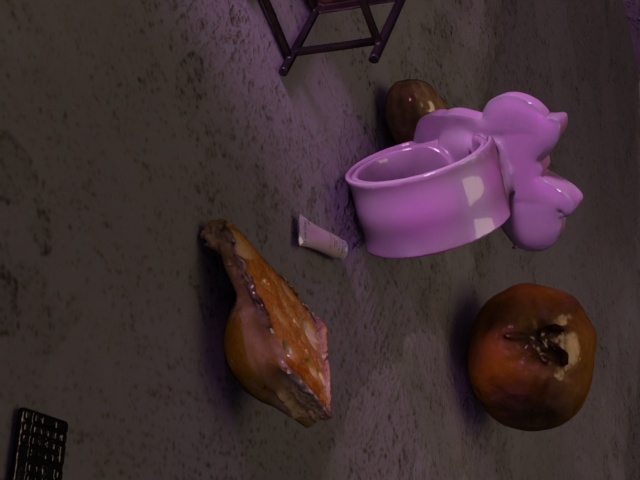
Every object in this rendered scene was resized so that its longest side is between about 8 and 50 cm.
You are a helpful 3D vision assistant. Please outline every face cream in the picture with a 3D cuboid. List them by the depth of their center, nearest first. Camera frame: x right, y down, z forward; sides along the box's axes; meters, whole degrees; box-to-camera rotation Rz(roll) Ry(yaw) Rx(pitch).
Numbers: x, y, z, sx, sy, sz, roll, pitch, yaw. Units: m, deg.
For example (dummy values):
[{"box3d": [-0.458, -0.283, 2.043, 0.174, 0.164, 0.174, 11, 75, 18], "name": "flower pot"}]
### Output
[{"box3d": [0.000, 0.000, 1.518, 0.115, 0.020, 0.038, 25, 63, -58], "name": "face cream"}]

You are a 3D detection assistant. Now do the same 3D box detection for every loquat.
[{"box3d": [0.317, 0.176, 1.961, 0.238, 0.193, 0.238, 14, 90, -79], "name": "loquat"}]

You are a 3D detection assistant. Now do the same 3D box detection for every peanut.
[{"box3d": [0.156, -0.146, 1.804, 0.228, 0.086, 0.104, 46, 42, -55], "name": "peanut"}]

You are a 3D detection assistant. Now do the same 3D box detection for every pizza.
[{"box3d": [-0.067, 0.084, 1.305, 0.204, 0.081, 0.188, 52, 16, -33], "name": "pizza"}]

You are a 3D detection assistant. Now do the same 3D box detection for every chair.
[{"box3d": [0.027, -0.328, 1.500, 0.154, 0.141, 0.260, 66, 32, -35], "name": "chair"}]

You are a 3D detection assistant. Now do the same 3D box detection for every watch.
[{"box3d": [0.165, -0.054, 1.605, 0.217, 0.248, 0.210, -34, 115, -41], "name": "watch"}]

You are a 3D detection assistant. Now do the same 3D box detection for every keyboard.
[{"box3d": [-0.224, 0.234, 0.997, 0.061, 0.013, 0.204, 37, 52, -58], "name": "keyboard"}]
